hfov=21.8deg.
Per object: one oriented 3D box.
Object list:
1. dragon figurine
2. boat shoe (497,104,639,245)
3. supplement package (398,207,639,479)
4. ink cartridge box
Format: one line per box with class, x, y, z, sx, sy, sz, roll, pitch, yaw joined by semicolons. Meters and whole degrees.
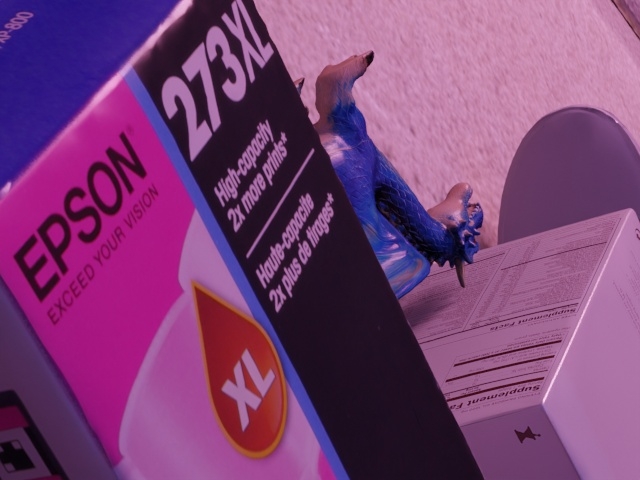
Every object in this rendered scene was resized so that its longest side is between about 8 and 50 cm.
dragon figurine;0.000;0.000;0.830;0.144;0.085;0.289;64;30;-13
boat shoe;0.198;0.061;1.092;0.105;0.113;0.306;-16;91;-66
supplement package;0.119;0.126;0.891;0.194;0.149;0.203;62;32;-16
ink cartridge box;-0.041;0.038;0.519;0.371;0.069;0.175;61;33;-22
